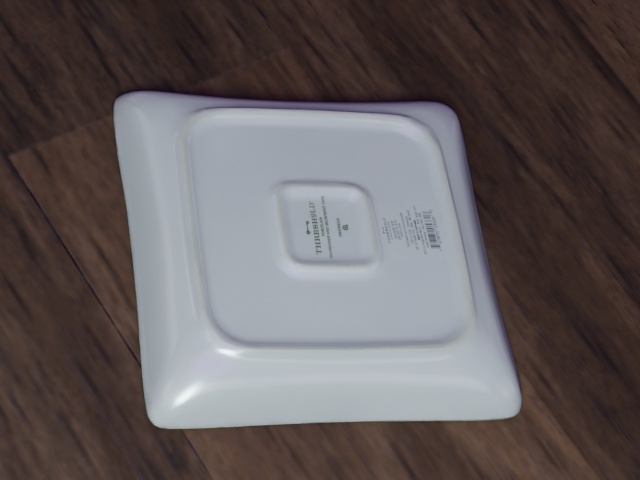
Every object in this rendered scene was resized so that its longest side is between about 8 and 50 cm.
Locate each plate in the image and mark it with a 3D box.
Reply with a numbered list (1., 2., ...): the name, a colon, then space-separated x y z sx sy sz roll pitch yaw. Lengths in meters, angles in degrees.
1. plate: 0.000 0.000 1.265 0.278 0.045 0.277 1 58 -17
